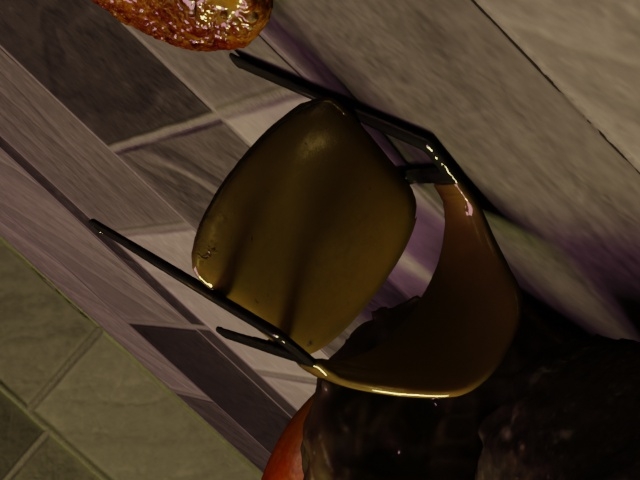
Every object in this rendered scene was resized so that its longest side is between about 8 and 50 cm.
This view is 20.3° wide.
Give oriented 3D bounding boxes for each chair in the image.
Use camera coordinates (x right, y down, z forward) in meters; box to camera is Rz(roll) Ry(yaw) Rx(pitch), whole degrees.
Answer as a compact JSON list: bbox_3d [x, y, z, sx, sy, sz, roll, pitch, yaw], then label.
[{"bbox_3d":[0.000,0.000,1.162,0.172,0.159,0.247,45,167,-29],"label":"chair"}]

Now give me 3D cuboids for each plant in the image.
[{"bbox_3d":[0.228,0.153,0.990,0.320,0.181,0.194,16,146,56],"label":"plant"}]

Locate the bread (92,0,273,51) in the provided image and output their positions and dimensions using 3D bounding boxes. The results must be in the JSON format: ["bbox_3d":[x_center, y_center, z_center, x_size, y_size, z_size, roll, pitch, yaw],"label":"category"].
[{"bbox_3d":[-0.113,-0.185,1.090,0.193,0.064,0.193,35,163,12],"label":"bread"}]

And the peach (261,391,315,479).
[{"bbox_3d":[0.063,0.226,1.436,0.248,0.275,0.245,38,178,-20],"label":"peach"}]

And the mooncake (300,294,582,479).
[{"bbox_3d":[0.093,0.142,1.227,0.228,0.228,0.124,35,159,21],"label":"mooncake"}]
